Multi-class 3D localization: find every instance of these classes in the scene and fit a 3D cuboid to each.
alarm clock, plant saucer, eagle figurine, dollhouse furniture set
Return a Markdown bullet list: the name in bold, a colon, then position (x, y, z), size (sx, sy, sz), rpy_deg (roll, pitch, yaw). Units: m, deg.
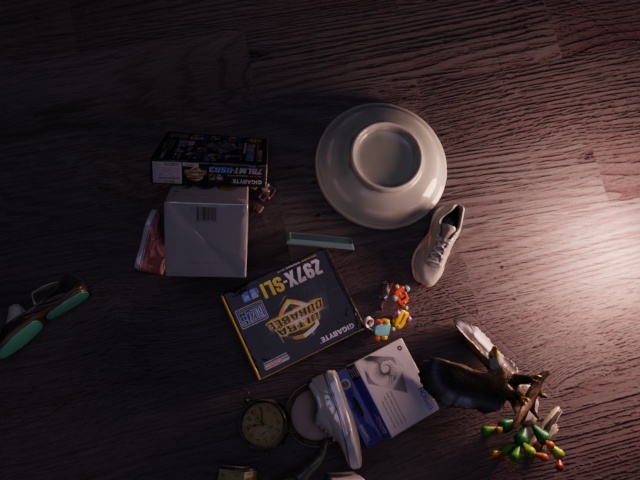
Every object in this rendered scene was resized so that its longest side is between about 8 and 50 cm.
- **alarm clock**: position (-0.158, 0.467, 1.658), size (0.129, 0.064, 0.192), rpy_deg (-41, 79, 2)
- **plant saucer**: position (0.000, 0.000, 1.789), size (0.192, 0.067, 0.018), rpy_deg (4, 110, -5)
- **eagle figurine**: position (0.448, 0.352, 1.687), size (0.226, 0.298, 0.225), rpy_deg (-1, 103, -47)
- **plant saucer**: position (-0.012, 0.468, 1.698), size (0.169, 0.029, 0.168), rpy_deg (1, 77, -5)
- **plant saucer**: position (0.186, -0.234, 1.847), size (0.401, 0.100, 0.400), rpy_deg (2, 76, -6)
- **dollhouse furniture set**: position (-0.194, -0.150, 1.793), size (0.114, 0.081, 0.091), rpy_deg (32, 76, 2)

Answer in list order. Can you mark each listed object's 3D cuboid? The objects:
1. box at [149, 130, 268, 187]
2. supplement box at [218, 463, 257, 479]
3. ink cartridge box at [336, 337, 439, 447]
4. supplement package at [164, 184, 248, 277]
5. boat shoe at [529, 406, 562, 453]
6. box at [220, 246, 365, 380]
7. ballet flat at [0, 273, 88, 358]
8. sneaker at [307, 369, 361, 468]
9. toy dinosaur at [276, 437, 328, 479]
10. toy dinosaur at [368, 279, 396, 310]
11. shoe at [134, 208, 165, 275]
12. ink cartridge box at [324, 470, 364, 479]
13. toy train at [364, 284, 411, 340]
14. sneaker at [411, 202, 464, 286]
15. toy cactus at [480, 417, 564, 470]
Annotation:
- **box**: position (-0.288, -0.221, 1.702), size (0.294, 0.295, 0.073), rpy_deg (4, 113, -7)
- **supplement box**: position (-0.213, 0.618, 1.608), size (0.083, 0.056, 0.083), rpy_deg (-4, 75, 28)
- **ink cartridge box**: position (0.176, 0.411, 1.709), size (0.224, 0.045, 0.223), rpy_deg (-25, 81, -19)
- **supplement package**: position (-0.288, -0.047, 1.635), size (0.200, 0.262, 0.197), rpy_deg (2, 112, -6)
- **boat shoe**: position (0.632, 0.524, 1.744), size (0.043, 0.049, 0.137), rpy_deg (35, 81, 14)
- **box**: position (-0.077, 0.199, 1.729), size (0.322, 0.079, 0.257), rpy_deg (-24, 79, -11)
- **ballet flat**: position (-0.746, 0.190, 1.656), size (0.280, 0.095, 0.096), rpy_deg (-39, 74, -23)
- **sneaker**: position (0.037, 0.474, 1.652), size (0.091, 0.094, 0.258), rpy_deg (-20, 75, 8)
- **toy dinosaur**: position (-0.059, 0.643, 1.630), size (0.268, 0.064, 0.118), rpy_deg (-35, 88, -10)
- **toy dinosaur**: position (0.185, 0.158, 1.788), size (0.090, 0.047, 0.082), rpy_deg (-6, 98, -20)
- **shoe**: position (-0.450, 0.006, 1.742), size (0.081, 0.063, 0.177), rpy_deg (14, 81, -4)
- **ink cartridge box**: position (0.063, 0.700, 1.591), size (0.086, 0.148, 0.203), rpy_deg (-1, 78, -8)
- **toy train**: position (0.187, 0.199, 1.755), size (0.166, 0.046, 0.125), rpy_deg (-39, 118, -16)
- **sneaker**: position (0.337, 0.005, 1.796), size (0.099, 0.121, 0.262), rpy_deg (21, 76, 0)
- **toy cactus**: position (0.554, 0.522, 1.705), size (0.219, 0.112, 0.180), rpy_deg (8, 54, 29)
